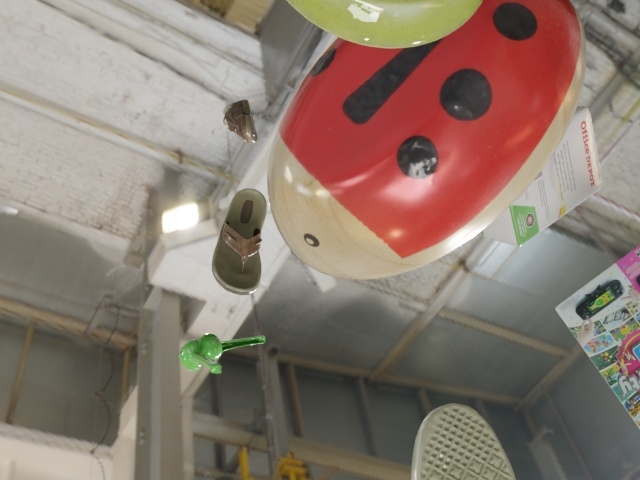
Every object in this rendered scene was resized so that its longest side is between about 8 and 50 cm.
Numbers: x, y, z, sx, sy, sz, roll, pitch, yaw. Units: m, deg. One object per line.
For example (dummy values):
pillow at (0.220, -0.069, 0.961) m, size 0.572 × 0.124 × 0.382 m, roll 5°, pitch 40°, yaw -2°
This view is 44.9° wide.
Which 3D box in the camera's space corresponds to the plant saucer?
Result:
plant saucer at (0.058, -0.299, 0.729) m, size 0.241 × 0.037 × 0.241 m, roll 3°, pitch -105°, yaw -11°

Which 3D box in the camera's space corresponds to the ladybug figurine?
ladybug figurine at (0.106, -0.153, 0.893) m, size 0.305 × 0.449 × 0.162 m, roll 47°, pitch -172°, yaw 29°

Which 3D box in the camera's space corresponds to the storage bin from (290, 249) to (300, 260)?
storage bin at (0.000, 0.000, 1.732) m, size 0.135 × 0.091 × 0.098 m, roll -4°, pitch -107°, yaw -1°

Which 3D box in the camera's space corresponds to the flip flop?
flip flop at (-0.169, -0.008, 1.702) m, size 0.112 × 0.080 × 0.277 m, roll 13°, pitch -122°, yaw -6°

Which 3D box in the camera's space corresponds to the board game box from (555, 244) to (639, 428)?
board game box at (0.622, 0.185, 1.436) m, size 0.097 × 0.224 × 0.303 m, roll 18°, pitch -144°, yaw -51°

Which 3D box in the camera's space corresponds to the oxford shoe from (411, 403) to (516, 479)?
oxford shoe at (0.226, 0.473, 1.153) m, size 0.169 × 0.130 × 0.449 m, roll -10°, pitch -105°, yaw -8°

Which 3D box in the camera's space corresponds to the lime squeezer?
lime squeezer at (-0.189, 0.196, 1.402) m, size 0.310 × 0.110 × 0.059 m, roll -6°, pitch -100°, yaw -80°

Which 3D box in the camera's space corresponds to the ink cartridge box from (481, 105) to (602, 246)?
ink cartridge box at (0.462, -0.146, 1.672) m, size 0.278 × 0.201 × 0.117 m, roll -32°, pitch -152°, yaw -24°

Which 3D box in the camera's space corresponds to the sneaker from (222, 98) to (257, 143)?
sneaker at (-0.194, -0.275, 1.849) m, size 0.071 × 0.066 × 0.188 m, roll -16°, pitch -148°, yaw 0°
